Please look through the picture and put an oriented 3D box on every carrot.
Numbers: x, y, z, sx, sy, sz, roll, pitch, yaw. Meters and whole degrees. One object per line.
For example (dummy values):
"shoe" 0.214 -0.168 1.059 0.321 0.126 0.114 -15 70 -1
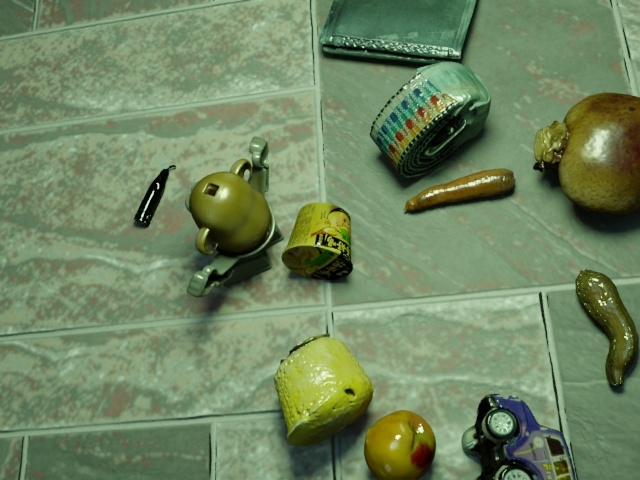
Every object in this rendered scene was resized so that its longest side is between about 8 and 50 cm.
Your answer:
"carrot" 0.296 -0.107 1.575 0.248 0.059 0.059 -13 68 9

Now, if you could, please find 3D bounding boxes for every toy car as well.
"toy car" 0.360 0.393 1.322 0.158 0.172 0.235 -4 65 -8

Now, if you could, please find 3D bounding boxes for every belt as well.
"belt" 0.240 -0.257 1.560 0.257 0.207 0.150 -42 67 12

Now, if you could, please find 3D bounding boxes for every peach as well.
"peach" 0.146 0.391 1.370 0.138 0.138 0.138 -4 69 10

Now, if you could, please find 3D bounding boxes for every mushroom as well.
"mushroom" 0.574 -0.177 1.470 0.283 0.195 0.263 -3 75 10

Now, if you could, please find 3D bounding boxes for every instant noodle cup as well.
"instant noodle cup" 0.000 0.000 1.551 0.152 0.151 0.122 2 58 12

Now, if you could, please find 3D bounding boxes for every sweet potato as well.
"sweet potato" 0.560 0.161 1.418 0.081 0.062 0.233 -21 70 20

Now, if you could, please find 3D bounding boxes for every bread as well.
"bread" -0.001 0.292 1.408 0.197 0.197 0.170 -30 62 -1

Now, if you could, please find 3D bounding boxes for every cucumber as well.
"cucumber" -0.388 -0.112 1.720 0.043 0.039 0.163 21 76 -4

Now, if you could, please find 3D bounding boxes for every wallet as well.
"wallet" 0.191 -0.526 1.746 0.342 0.075 0.237 10 66 17

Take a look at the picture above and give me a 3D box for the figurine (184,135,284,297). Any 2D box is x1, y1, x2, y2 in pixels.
"figurine" -0.177 -0.042 1.518 0.167 0.285 0.342 -4 71 8
